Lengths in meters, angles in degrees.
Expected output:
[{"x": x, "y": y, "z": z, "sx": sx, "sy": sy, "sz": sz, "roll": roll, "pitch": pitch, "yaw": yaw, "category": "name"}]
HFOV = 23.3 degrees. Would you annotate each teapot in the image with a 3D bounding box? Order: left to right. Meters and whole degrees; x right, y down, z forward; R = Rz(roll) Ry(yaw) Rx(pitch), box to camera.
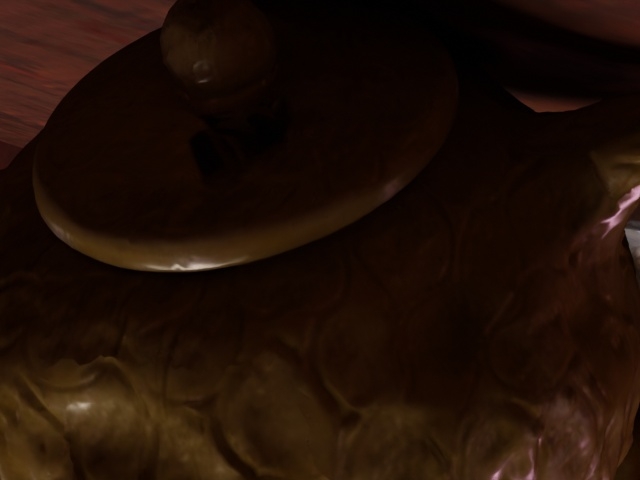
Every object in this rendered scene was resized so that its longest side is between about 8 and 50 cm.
[{"x": 0.000, "y": 0.000, "z": 0.445, "sx": 0.311, "sy": 0.203, "sz": 0.167, "roll": -4, "pitch": 129, "yaw": 13, "category": "teapot"}]

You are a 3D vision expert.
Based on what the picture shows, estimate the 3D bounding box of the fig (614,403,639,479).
[{"x": 0.188, "y": 0.105, "z": 0.899, "sx": 0.235, "sy": 0.214, "sz": 0.235, "roll": -17, "pitch": -176, "yaw": 1, "category": "fig"}]

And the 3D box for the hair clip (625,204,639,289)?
[{"x": 0.133, "y": 0.009, "z": 0.693, "sx": 0.146, "sy": 0.075, "sz": 0.257, "roll": -3, "pitch": 174, "yaw": 34, "category": "hair clip"}]
